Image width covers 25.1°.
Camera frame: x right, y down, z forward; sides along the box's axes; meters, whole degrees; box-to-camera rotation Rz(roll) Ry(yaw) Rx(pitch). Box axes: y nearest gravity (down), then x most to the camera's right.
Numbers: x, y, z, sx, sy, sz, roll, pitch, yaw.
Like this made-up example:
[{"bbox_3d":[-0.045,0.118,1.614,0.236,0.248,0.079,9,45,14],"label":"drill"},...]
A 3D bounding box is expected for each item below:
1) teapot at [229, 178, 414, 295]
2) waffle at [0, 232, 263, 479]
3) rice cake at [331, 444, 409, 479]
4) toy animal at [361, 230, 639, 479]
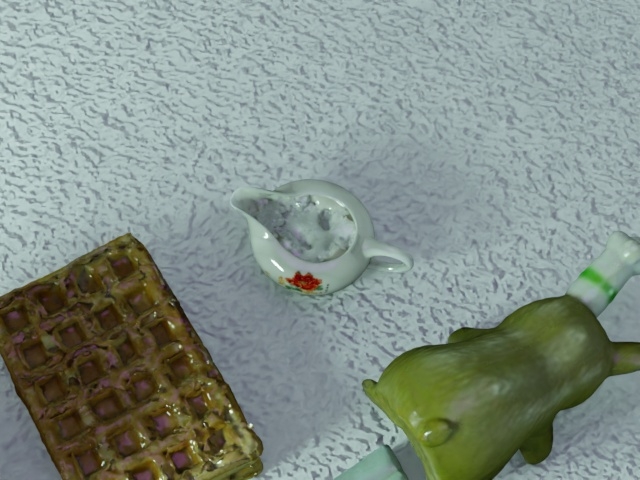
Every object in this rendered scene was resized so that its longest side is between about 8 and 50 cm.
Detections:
[{"bbox_3d":[0.000,0.000,1.696,0.226,0.092,0.145,15,67,1],"label":"teapot"},{"bbox_3d":[-0.224,0.164,1.599,0.213,0.091,0.308,-26,69,-15],"label":"waffle"},{"bbox_3d":[0.034,0.344,1.564,0.198,0.037,0.189,-23,68,-15],"label":"rice cake"},{"bbox_3d":[0.234,0.148,1.608,0.363,0.180,0.181,-26,76,-23],"label":"toy animal"}]
